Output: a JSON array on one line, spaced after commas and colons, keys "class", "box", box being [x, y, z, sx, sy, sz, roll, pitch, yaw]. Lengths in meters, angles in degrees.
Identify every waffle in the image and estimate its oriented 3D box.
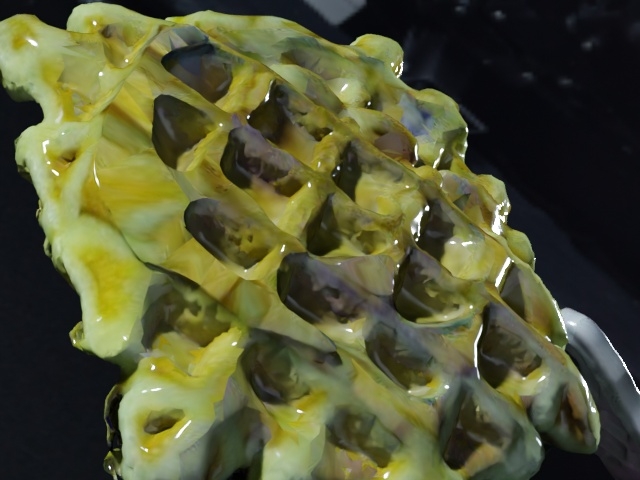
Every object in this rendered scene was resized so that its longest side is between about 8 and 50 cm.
[{"class": "waffle", "box": [0.002, -0.002, 0.477, 0.204, 0.054, 0.223, 3, -129, -38]}]

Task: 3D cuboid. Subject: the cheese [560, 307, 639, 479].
[{"class": "cheese", "box": [0.183, 0.147, 0.646, 0.082, 0.163, 0.286, -39, -81, -22]}]
